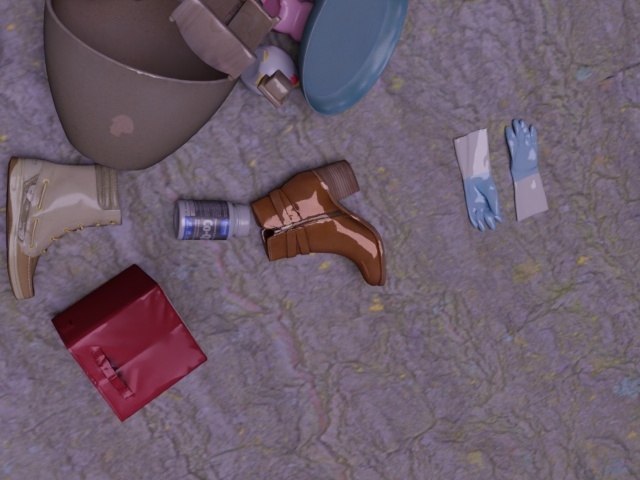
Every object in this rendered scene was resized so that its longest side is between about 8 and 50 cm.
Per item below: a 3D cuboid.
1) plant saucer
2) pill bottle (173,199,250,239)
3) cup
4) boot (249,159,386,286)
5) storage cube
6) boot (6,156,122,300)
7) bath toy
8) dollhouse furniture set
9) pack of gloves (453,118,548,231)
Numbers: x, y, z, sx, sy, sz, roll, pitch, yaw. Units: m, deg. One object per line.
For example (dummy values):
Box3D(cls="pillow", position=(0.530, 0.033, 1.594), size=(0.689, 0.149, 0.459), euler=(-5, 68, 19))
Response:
Box3D(cls="plant saucer", position=(0.055, -0.383, 1.575), size=(0.317, 0.043, 0.318), euler=(-43, 151, -31))
Box3D(cls="pill bottle", position=(-0.209, -0.039, 1.644), size=(0.137, 0.078, 0.078), euler=(0, 105, -19))
Box3D(cls="cup", position=(-0.319, -0.259, 1.443), size=(0.331, 0.331, 0.237), euler=(12, 125, -22))
Box3D(cls="boot", position=(0.000, 0.000, 1.710), size=(0.220, 0.109, 0.283), euler=(-26, 110, -12))
Box3D(cls="storage cube", position=(-0.357, 0.182, 1.586), size=(0.193, 0.215, 0.184), euler=(-35, 113, -14))
Box3D(cls="boot", position=(-0.464, -0.019, 1.554), size=(0.203, 0.095, 0.262), euler=(0, 100, -21))
Box3D(cls="bath toy", position=(-0.033, -0.424, 1.576), size=(0.129, 0.151, 0.348), euler=(10, 107, -45))
Box3D(cls="dollhouse furniture set", position=(-0.200, -0.374, 1.420), size=(0.174, 0.303, 0.355), euler=(-36, 109, 29))
Box3D(cls="pack of gloves", position=(0.404, -0.137, 1.851), size=(0.195, 0.046, 0.232), euler=(-20, 111, -12))
